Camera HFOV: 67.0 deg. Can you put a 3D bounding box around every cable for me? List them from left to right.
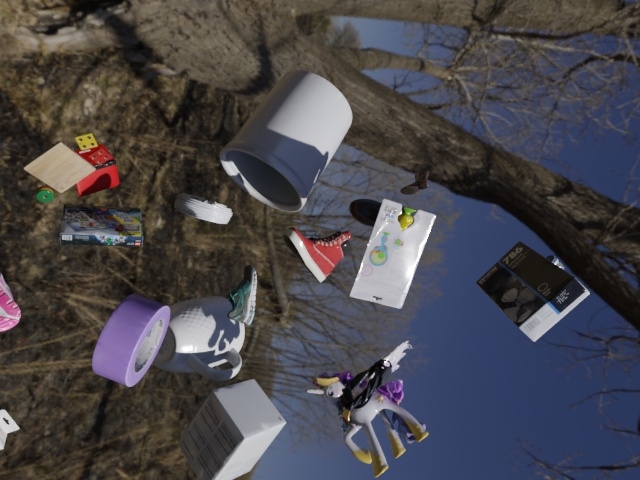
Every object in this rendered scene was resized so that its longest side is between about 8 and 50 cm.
[{"bbox_3d":[-0.523,-0.140,2.173,0.257,0.257,0.089,18,88,-61],"label":"cable"},{"bbox_3d":[0.110,0.392,1.307,0.151,0.047,0.184,-29,-172,39],"label":"cable"}]

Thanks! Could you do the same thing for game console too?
[{"bbox_3d":[-0.750,-0.231,1.582,0.144,0.124,0.085,-30,164,-43],"label":"game console"}]

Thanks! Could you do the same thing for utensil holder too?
[{"bbox_3d":[-0.107,-0.348,1.688,0.385,0.328,0.327,-58,-178,-19],"label":"utensil holder"}]

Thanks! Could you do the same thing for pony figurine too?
[{"bbox_3d":[0.175,0.525,1.591,0.363,0.351,0.302,52,-30,21],"label":"pony figurine"}]

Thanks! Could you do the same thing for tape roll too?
[{"bbox_3d":[-0.414,0.219,1.071,0.189,0.080,0.188,22,90,-89],"label":"tape roll"}]

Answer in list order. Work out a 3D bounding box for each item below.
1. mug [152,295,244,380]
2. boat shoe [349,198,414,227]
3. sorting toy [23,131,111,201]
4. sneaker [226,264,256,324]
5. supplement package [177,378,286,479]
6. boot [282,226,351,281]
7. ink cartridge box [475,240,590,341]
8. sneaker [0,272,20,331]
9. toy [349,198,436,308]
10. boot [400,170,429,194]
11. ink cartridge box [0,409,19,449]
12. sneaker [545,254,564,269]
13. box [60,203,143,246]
[{"bbox_3d":[-0.456,0.386,1.813,0.276,0.374,0.328,-59,158,13],"label":"mug"},{"bbox_3d":[0.179,-0.062,1.306,0.073,0.207,0.073,-6,-113,65],"label":"boat shoe"},{"bbox_3d":[-0.750,-0.226,1.408,0.132,0.275,0.046,49,11,-54],"label":"sorting toy"},{"bbox_3d":[-0.211,0.140,1.288,0.065,0.076,0.166,122,-27,-57],"label":"sneaker"},{"bbox_3d":[-0.296,0.638,1.607,0.198,0.199,0.262,45,-68,29],"label":"supplement package"},{"bbox_3d":[0.000,0.000,1.489,0.176,0.244,0.088,-44,-134,-7],"label":"boot"},{"bbox_3d":[0.497,0.104,1.205,0.165,0.065,0.332,-47,-167,9],"label":"ink cartridge box"},{"bbox_3d":[-0.876,0.117,1.255,0.111,0.103,0.252,-6,-74,54],"label":"sneaker"},{"bbox_3d":[0.161,0.029,1.127,0.056,0.137,0.237,-124,-128,-69],"label":"toy"},{"bbox_3d":[0.352,-0.219,1.801,0.114,0.107,0.037,-76,149,-52],"label":"boot"},{"bbox_3d":[-1.021,0.588,1.443,0.061,0.182,0.104,-124,-160,-54],"label":"ink cartridge box"},{"bbox_3d":[0.610,0.107,1.323,0.135,0.058,0.052,-55,-178,29],"label":"sneaker"},{"bbox_3d":[-0.692,-0.048,1.540,0.159,0.233,0.044,-117,-142,-47],"label":"box"}]
